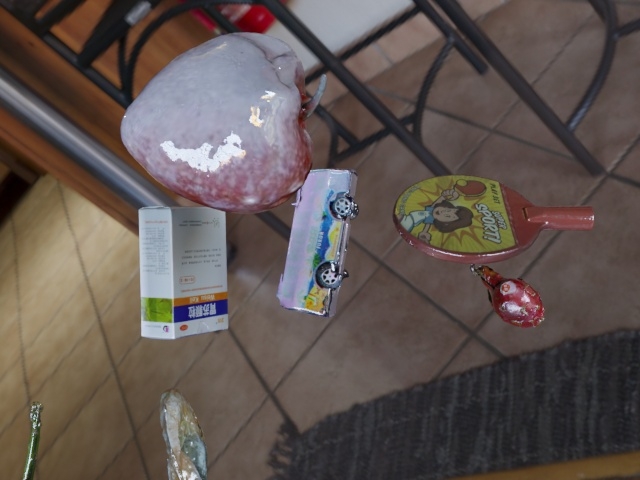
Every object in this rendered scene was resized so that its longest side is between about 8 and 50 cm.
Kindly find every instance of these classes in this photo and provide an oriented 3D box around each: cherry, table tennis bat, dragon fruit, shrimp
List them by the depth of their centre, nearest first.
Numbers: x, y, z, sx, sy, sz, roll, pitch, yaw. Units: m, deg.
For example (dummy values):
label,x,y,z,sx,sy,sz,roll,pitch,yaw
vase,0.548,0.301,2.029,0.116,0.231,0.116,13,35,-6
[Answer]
label,x,y,z,sx,sy,sz,roll,pitch,yaw
cherry,-0.162,-0.219,1.429,0.291,0.335,0.326,64,-134,-83
dragon fruit,0.372,0.105,1.625,0.190,0.094,0.094,42,91,26
table tennis bat,0.356,-0.047,1.654,0.414,0.051,0.268,1,42,0
shrimp,-0.366,0.601,2.159,0.110,0.221,0.446,-19,54,2

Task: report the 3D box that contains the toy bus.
label,x,y,z,sx,sy,sz,roll,pitch,yaw
toy bus,0.000,0.000,1.695,0.112,0.138,0.317,29,-110,-80

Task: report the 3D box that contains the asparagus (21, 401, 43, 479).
label,x,y,z,sx,sy,sz,roll,pitch,yaw
asparagus,-0.343,0.247,0.947,0.015,0.018,0.127,26,111,38

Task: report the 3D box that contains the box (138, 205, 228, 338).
label,x,y,z,sx,sy,sz,roll,pitch,yaw
box,-0.318,0.070,1.868,0.106,0.200,0.299,-2,91,32
